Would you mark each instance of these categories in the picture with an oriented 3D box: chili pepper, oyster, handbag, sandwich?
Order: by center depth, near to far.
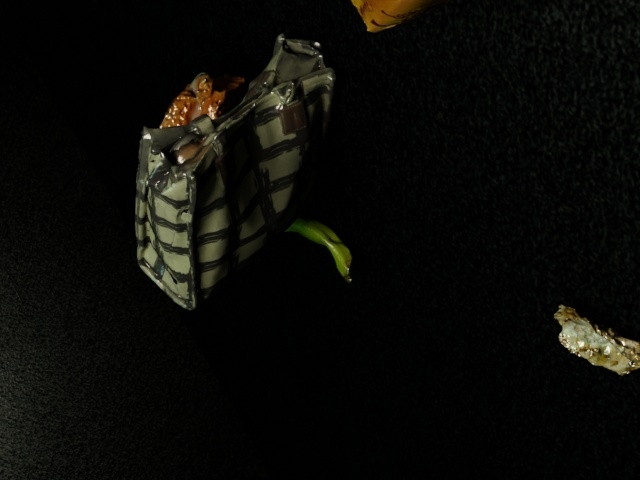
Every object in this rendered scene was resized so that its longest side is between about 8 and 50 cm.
[{"bbox_3d":[0.331,0.121,1.045,0.132,0.029,0.086,42,157,29],"label":"oyster"},{"bbox_3d":[-0.127,-0.101,1.320,0.163,0.325,0.327,38,150,14],"label":"handbag"},{"bbox_3d":[-0.201,-0.190,1.525,0.109,0.292,0.212,22,108,0],"label":"sandwich"},{"bbox_3d":[0.000,0.000,1.534,0.202,0.050,0.052,37,163,40],"label":"chili pepper"}]

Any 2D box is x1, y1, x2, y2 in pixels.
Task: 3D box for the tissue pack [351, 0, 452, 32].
[{"bbox_3d":[0.127,-0.270,0.756,0.091,0.183,0.226,62,169,-6],"label":"tissue pack"}]
